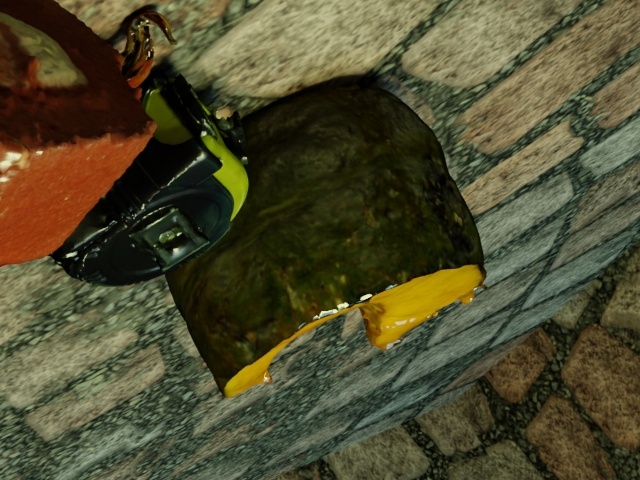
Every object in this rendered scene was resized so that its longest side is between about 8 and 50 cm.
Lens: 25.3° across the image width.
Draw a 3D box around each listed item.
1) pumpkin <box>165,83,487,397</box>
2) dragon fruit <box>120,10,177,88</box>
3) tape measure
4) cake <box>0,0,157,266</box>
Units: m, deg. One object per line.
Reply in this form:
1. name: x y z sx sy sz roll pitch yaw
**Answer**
1. pumpkin: 0.000 0.000 1.384 0.303 0.225 0.256 -19 160 -37
2. dragon fruit: -0.181 -0.095 1.051 0.190 0.094 0.094 -38 163 0
3. tape measure: -0.144 -0.040 1.209 0.199 0.112 0.186 -32 160 7
4. cake: -0.241 -0.076 0.848 0.151 0.177 0.283 -44 165 31
